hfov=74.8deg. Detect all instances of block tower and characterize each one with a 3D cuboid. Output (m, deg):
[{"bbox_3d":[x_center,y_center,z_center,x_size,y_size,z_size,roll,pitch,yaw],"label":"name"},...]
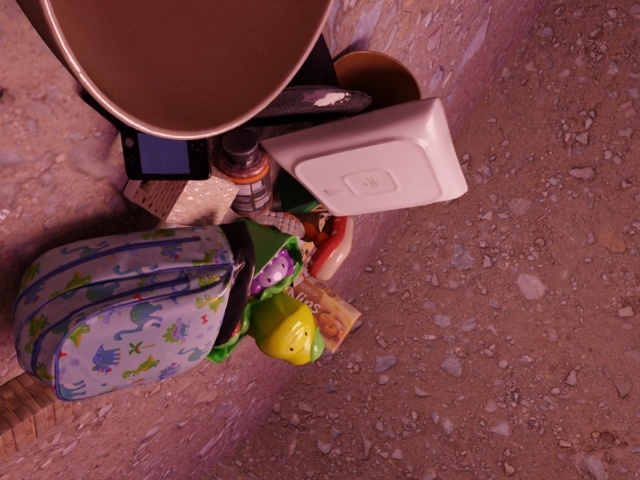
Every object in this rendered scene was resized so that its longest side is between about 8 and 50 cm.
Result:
[{"bbox_3d":[-0.593,0.345,0.704,0.335,0.091,0.097,-33,154,-50],"label":"block tower"}]

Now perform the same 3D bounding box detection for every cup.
[{"bbox_3d":[-0.157,-0.297,0.380,0.331,0.237,0.331,-47,162,-20],"label":"cup"}]

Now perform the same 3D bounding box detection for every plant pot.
[{"bbox_3d":[0.104,-0.317,1.107,0.237,0.237,0.254,-47,176,-22],"label":"plant pot"}]

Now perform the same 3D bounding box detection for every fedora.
[{"bbox_3d":[-0.072,-0.273,0.688,0.334,0.334,0.152,-26,115,-56],"label":"fedora"}]

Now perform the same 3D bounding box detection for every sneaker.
[{"bbox_3d":[-0.119,-0.043,1.134,0.065,0.158,0.061,126,-14,-64],"label":"sneaker"}]

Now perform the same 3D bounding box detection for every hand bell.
[{"bbox_3d":[-0.003,-0.148,1.334,0.242,0.126,0.126,-63,165,-12],"label":"hand bell"}]

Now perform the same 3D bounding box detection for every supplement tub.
[{"bbox_3d":[-0.158,-0.143,0.890,0.106,0.106,0.198,-46,161,-25],"label":"supplement tub"}]

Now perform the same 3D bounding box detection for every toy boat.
[{"bbox_3d":[0.000,0.000,1.184,0.151,0.151,0.231,-58,-169,34],"label":"toy boat"}]

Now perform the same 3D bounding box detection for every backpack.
[{"bbox_3d":[-0.311,0.114,0.719,0.355,0.273,0.290,8,129,-29],"label":"backpack"}]

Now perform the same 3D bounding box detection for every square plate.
[{"bbox_3d":[0.107,-0.136,0.872,0.347,0.344,0.049,39,49,-56],"label":"square plate"}]

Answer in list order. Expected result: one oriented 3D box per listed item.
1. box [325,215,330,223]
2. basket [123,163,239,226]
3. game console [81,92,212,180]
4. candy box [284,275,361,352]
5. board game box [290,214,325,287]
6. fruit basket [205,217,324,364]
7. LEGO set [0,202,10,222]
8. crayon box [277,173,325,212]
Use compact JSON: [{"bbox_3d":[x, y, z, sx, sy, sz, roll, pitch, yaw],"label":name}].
[{"bbox_3d":[-0.020,0.006,1.644,0.207,0.036,0.114,-47,161,-23],"label":"box"},{"bbox_3d":[-0.244,-0.091,0.764,0.113,0.103,0.167,-58,162,8],"label":"basket"},{"bbox_3d":[-0.239,-0.141,0.589,0.085,0.144,0.124,-47,138,-70],"label":"game console"},{"bbox_3d":[-0.013,0.283,1.717,0.183,0.316,0.087,-58,161,14],"label":"candy box"},{"bbox_3d":[-0.056,0.035,1.505,0.165,0.042,0.243,-35,143,-38],"label":"board game box"},{"bbox_3d":[-0.151,0.179,1.086,0.392,0.392,0.283,-49,162,-16],"label":"fruit basket"},{"bbox_3d":[-0.430,-0.029,0.415,0.087,0.093,0.227,-53,163,-3],"label":"LEGO set"},{"bbox_3d":[0.120,-0.159,1.166,0.313,0.106,0.363,-15,174,40],"label":"crayon box"}]
